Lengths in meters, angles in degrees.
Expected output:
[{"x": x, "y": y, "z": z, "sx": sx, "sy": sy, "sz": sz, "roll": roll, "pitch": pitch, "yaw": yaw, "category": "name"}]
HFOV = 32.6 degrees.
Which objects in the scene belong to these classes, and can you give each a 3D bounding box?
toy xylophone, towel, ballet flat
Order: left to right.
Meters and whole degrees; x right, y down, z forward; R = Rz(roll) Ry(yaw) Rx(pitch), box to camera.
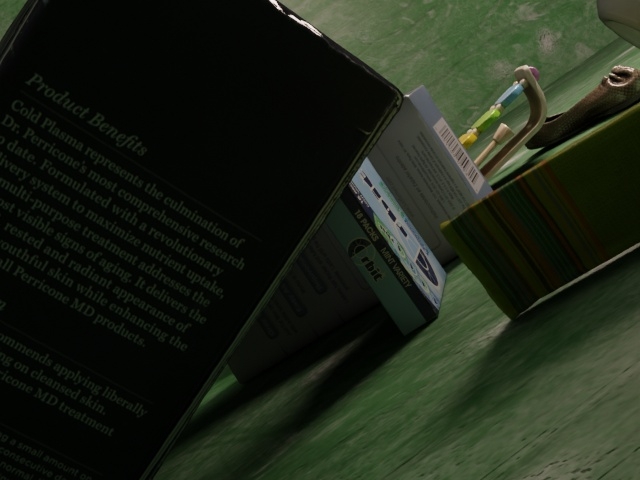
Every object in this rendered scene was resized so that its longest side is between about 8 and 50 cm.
[{"x": 0.219, "y": -0.124, "z": 1.667, "sx": 0.323, "sy": 0.081, "sz": 0.236, "roll": -45, "pitch": 2, "yaw": -3, "category": "toy xylophone"}, {"x": 0.385, "y": -0.197, "z": 1.624, "sx": 0.084, "sy": 0.058, "sz": 0.250, "roll": -35, "pitch": 3, "yaw": -31, "category": "ballet flat"}, {"x": 0.204, "y": -0.035, "z": 0.743, "sx": 0.237, "sy": 0.102, "sz": 0.021, "roll": -32, "pitch": 34, "yaw": 18, "category": "towel"}]

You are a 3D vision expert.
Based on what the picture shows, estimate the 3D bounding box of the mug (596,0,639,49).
[{"x": 0.372, "y": -0.278, "z": 0.858, "sx": 0.328, "sy": 0.276, "sz": 0.374, "roll": -61, "pitch": -6, "yaw": 11, "category": "mug"}]

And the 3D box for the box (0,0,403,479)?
[{"x": -0.220, "y": -0.054, "z": 1.074, "sx": 0.472, "sy": 0.297, "sz": 0.480, "roll": -55, "pitch": 20, "yaw": 4, "category": "box"}]

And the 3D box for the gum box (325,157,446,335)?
[{"x": 0.061, "y": -0.002, "z": 1.070, "sx": 0.041, "sy": 0.157, "sz": 0.184, "roll": -34, "pitch": 4, "yaw": 12, "category": "gum box"}]

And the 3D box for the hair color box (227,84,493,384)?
[{"x": 0.012, "y": -0.003, "z": 1.315, "sx": 0.374, "sy": 0.185, "sz": 0.113, "roll": -32, "pitch": 4, "yaw": 20, "category": "hair color box"}]
